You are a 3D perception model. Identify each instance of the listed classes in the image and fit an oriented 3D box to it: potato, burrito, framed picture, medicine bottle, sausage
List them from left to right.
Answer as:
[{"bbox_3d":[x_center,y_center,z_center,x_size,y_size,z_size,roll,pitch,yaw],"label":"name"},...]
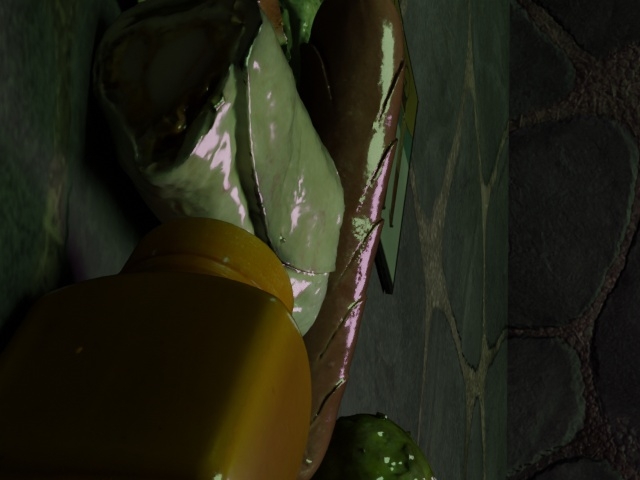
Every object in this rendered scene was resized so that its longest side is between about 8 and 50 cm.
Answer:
[{"bbox_3d":[-0.085,0.088,0.718,0.222,0.149,0.112,-70,157,-55],"label":"medicine bottle"},{"bbox_3d":[-0.059,-0.040,0.931,0.299,0.105,0.143,66,38,-62],"label":"burrito"},{"bbox_3d":[0.002,0.000,1.075,0.088,0.087,0.433,-35,136,-73],"label":"sausage"},{"bbox_3d":[0.036,0.276,1.259,0.176,0.141,0.298,-54,154,-42],"label":"potato"},{"bbox_3d":[0.084,-0.133,1.699,0.244,0.013,0.324,72,22,-51],"label":"framed picture"}]

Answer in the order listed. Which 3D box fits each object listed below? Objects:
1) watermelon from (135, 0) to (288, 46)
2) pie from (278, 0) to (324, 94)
[{"bbox_3d":[-0.085,-0.179,0.897,0.163,0.087,0.069,70,-7,-58],"label":"watermelon"},{"bbox_3d":[0.011,-0.128,1.225,0.248,0.090,0.201,17,67,-75],"label":"pie"}]
